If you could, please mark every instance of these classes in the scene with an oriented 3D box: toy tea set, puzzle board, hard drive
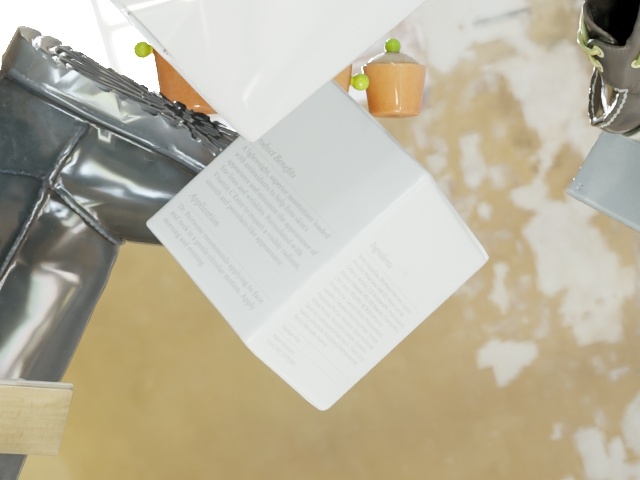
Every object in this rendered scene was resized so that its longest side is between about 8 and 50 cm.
[{"bbox_3d":[-0.034,-0.203,1.645,0.200,0.336,0.124,0,90,46],"label":"toy tea set"},{"bbox_3d":[-0.238,0.118,1.009,0.096,0.128,0.011,114,157,-52],"label":"puzzle board"},{"bbox_3d":[0.364,-0.066,1.721,0.135,0.094,0.022,33,-175,39],"label":"hard drive"}]

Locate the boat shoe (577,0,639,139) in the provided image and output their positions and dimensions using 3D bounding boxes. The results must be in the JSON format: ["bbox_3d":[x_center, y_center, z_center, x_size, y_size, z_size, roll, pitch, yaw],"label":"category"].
[{"bbox_3d":[0.188,-0.139,0.871,0.228,0.068,0.081,102,165,-57],"label":"boat shoe"}]

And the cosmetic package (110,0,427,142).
[{"bbox_3d":[0.024,-0.269,0.876,0.217,0.385,0.156,49,-172,-35],"label":"cosmetic package"}]

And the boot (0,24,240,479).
[{"bbox_3d":[-0.233,0.072,1.427,0.445,0.367,0.146,-60,6,12],"label":"boot"}]

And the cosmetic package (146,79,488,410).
[{"bbox_3d":[0.000,0.000,1.140,0.151,0.183,0.151,48,180,35],"label":"cosmetic package"}]
